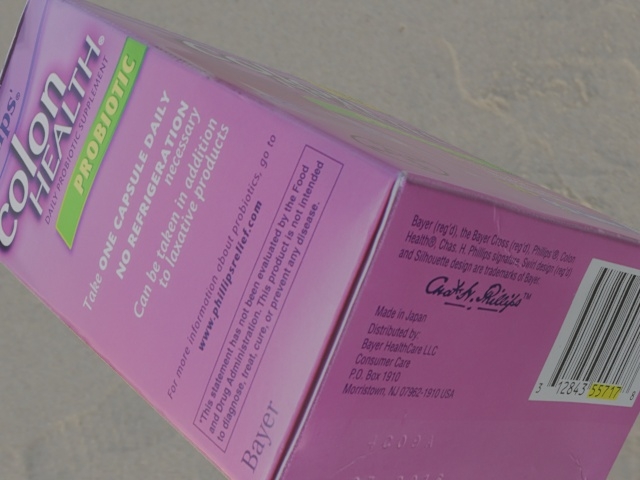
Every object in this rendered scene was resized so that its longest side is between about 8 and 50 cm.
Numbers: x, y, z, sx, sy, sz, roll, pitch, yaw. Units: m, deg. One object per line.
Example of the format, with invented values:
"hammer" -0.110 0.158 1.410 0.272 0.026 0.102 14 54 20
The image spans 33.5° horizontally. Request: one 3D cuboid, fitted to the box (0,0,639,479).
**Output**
"box" 0.000 0.000 0.468 0.243 0.213 0.117 31 103 43
